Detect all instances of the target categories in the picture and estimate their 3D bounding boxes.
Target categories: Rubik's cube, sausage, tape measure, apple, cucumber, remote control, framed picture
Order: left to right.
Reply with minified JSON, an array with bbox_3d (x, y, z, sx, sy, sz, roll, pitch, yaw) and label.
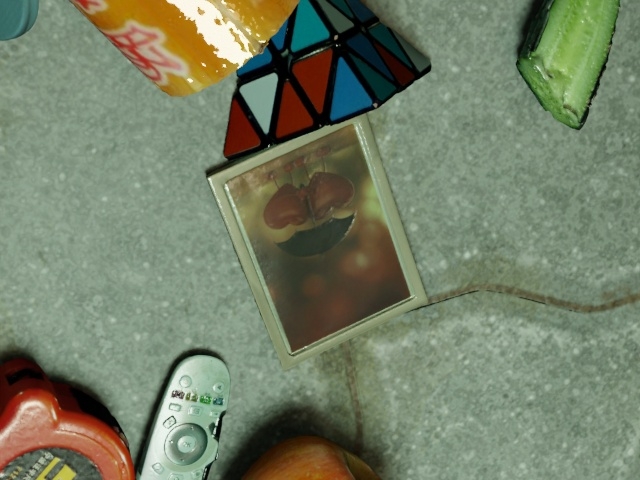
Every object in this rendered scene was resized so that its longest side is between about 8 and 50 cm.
[{"bbox_3d":[-0.354,0.287,1.839,0.253,0.114,0.260,-47,122,2],"label":"tape measure"},{"bbox_3d":[-0.181,-0.326,1.597,0.233,0.233,0.287,-43,118,0],"label":"sausage"},{"bbox_3d":[-0.177,0.262,1.935,0.097,0.045,0.256,15,101,-26],"label":"remote control"},{"bbox_3d":[-0.024,-0.149,1.770,0.234,0.250,0.284,-41,126,20],"label":"Rubik's cube"},{"bbox_3d":[-0.017,0.381,1.936,0.242,0.242,0.241,38,96,-28],"label":"apple"},{"bbox_3d":[0.000,0.000,1.913,0.211,0.020,0.290,-25,118,-10],"label":"framed picture"},{"bbox_3d":[0.298,-0.248,1.893,0.115,0.086,0.193,19,96,-27],"label":"cucumber"}]

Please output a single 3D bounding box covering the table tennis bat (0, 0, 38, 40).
[{"bbox_3d":[-0.400,-0.338,1.539,0.329,0.215,0.044,49,60,-4],"label":"table tennis bat"}]
